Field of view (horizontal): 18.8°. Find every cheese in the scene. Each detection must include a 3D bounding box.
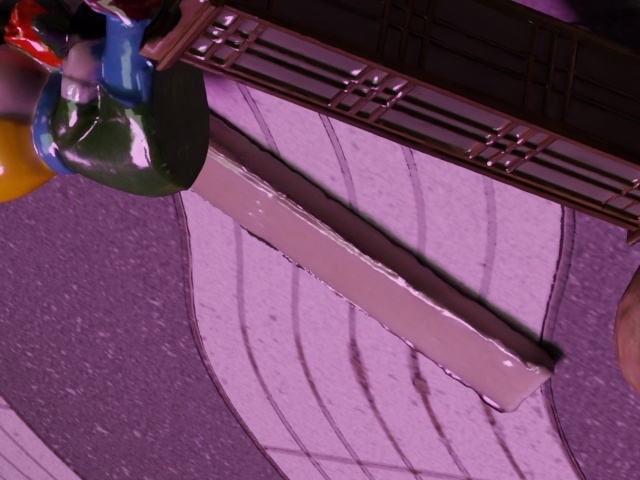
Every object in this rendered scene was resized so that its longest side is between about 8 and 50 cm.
[{"bbox_3d":[0.002,-0.002,1.467,0.400,0.034,0.085,34,147,2],"label":"cheese"}]

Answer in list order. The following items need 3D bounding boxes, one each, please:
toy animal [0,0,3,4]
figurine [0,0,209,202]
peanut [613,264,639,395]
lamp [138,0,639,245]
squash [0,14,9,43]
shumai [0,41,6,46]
[{"bbox_3d":[-0.279,-0.216,1.402,0.150,0.083,0.089,58,159,-15],"label":"toy animal"},{"bbox_3d":[-0.203,-0.113,1.381,0.234,0.127,0.185,9,128,28],"label":"figurine"},{"bbox_3d":[0.264,0.045,1.156,0.129,0.129,0.224,42,153,-11],"label":"peanut"},{"bbox_3d":[0.069,-0.097,1.078,0.325,0.090,0.089,19,155,-19],"label":"lamp"},{"bbox_3d":[-0.269,-0.171,1.510,0.089,0.027,0.027,17,147,26],"label":"squash"},{"bbox_3d":[-0.270,-0.114,1.513,0.123,0.105,0.139,20,146,24],"label":"shumai"}]
